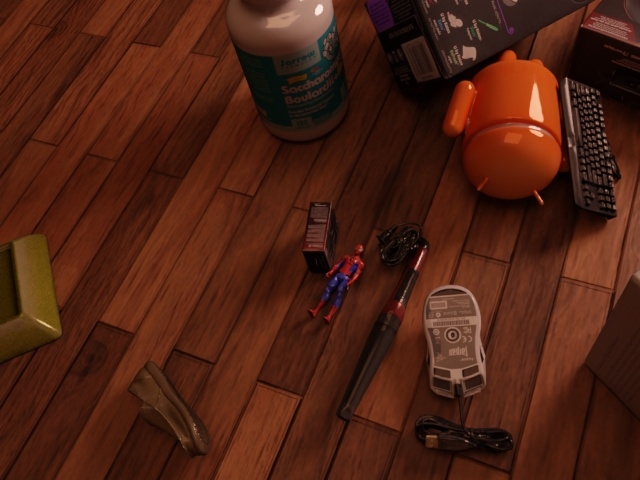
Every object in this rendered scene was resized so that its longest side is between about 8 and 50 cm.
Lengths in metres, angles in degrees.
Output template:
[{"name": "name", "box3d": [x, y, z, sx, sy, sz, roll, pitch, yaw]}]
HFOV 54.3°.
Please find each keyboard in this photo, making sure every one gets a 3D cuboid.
[{"name": "keyboard", "box3d": [0.357, -0.118, 0.811, 0.023, 0.108, 0.180, -20, 65, 51]}]

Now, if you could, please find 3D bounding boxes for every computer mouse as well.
[{"name": "computer mouse", "box3d": [0.160, 0.146, 0.724, 0.106, 0.042, 0.193, -5, 65, 14]}]

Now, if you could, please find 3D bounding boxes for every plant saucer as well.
[{"name": "plant saucer", "box3d": [-0.476, 0.086, 0.880, 0.188, 0.045, 0.188, -23, 58, -3]}]

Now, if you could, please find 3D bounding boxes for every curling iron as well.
[{"name": "curling iron", "box3d": [0.074, 0.094, 0.774, 0.068, 0.035, 0.274, 10, 62, 21]}]

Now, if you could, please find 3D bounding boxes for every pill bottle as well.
[{"name": "pill bottle", "box3d": [-0.046, -0.273, 0.879, 0.146, 0.264, 0.146, -5, 59, 9]}]

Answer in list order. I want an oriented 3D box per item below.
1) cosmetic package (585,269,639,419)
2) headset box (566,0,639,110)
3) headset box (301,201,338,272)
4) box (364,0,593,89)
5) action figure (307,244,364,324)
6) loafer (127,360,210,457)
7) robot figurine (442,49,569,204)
[{"name": "cosmetic package", "box3d": [0.395, 0.126, 0.580, 0.138, 0.224, 0.224, -33, 60, -8]}, {"name": "headset box", "box3d": [0.509, -0.292, 0.872, 0.218, 0.110, 0.293, 33, 71, 26]}, {"name": "headset box", "box3d": [0.000, 0.000, 0.827, 0.032, 0.062, 0.083, 1, 59, 12]}, {"name": "box", "box3d": [0.228, -0.343, 0.893, 0.270, 0.143, 0.165, -29, 16, -9]}, {"name": "action figure", "box3d": [0.026, 0.052, 0.813, 0.038, 0.030, 0.115, 20, 64, 27]}, {"name": "loafer", "box3d": [-0.183, 0.209, 0.748, 0.050, 0.056, 0.148, -39, 50, -12]}, {"name": "robot figurine", "box3d": [0.251, -0.148, 0.828, 0.128, 0.158, 0.219, -13, 54, 35]}]
